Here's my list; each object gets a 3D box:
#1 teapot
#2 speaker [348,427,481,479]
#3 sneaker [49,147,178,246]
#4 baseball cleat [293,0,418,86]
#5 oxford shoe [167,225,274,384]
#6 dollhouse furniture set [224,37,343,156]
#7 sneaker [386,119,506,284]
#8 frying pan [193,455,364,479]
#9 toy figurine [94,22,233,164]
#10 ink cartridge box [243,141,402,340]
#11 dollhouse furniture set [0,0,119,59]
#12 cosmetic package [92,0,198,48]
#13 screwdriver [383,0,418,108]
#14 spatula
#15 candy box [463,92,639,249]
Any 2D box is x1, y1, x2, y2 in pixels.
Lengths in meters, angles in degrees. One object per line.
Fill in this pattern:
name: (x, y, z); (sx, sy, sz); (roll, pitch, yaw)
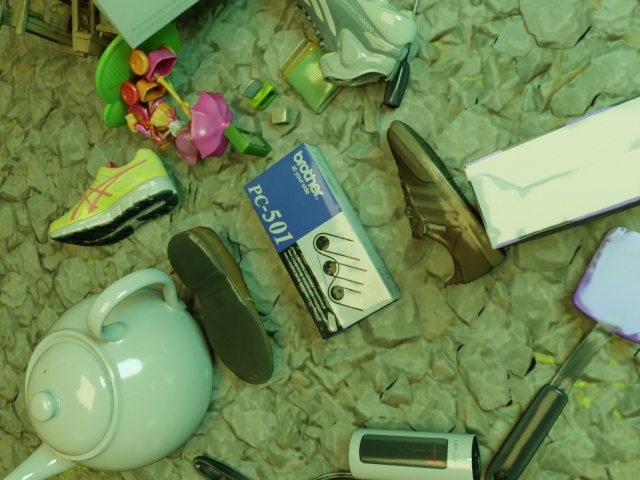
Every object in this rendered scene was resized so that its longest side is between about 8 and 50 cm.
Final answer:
teapot: (-0.271, 0.176, 0.697); (0.252, 0.187, 0.256); (-10, 86, 24)
speaker: (0.102, 0.235, 0.603); (0.136, 0.055, 0.055); (-5, 89, 25)
sneaker: (-0.289, -0.057, 0.766); (0.208, 0.081, 0.094); (-23, 75, 16)
baseball cleat: (0.006, -0.240, 0.619); (0.206, 0.072, 0.110); (36, 108, 30)
oxford shoe: (-0.107, 0.076, 0.690); (0.076, 0.076, 0.212); (-20, 99, 21)
dollhouse furniture set: (-0.045, -0.169, 0.658); (0.151, 0.058, 0.076); (-45, 74, 19)
sneaker: (0.112, -0.039, 0.586); (0.071, 0.066, 0.188); (-38, 76, 21)
frying pan: (-0.007, 0.330, 0.661); (0.326, 0.053, 0.197); (42, 106, 15)
toy figurine: (-0.185, -0.158, 0.705); (0.159, 0.130, 0.173); (44, 130, 7)
ink cartridge box: (0.000, 0.000, 0.648); (0.097, 0.046, 0.207); (-33, 78, 20)
dollhouse furniture set: (-0.350, -0.310, 0.725); (0.160, 0.182, 0.101); (19, 98, 23)
cosmetic package: (-0.256, -0.419, 0.636); (0.197, 0.155, 0.366); (-37, 66, -4)
screwdriver: (0.099, -0.230, 0.619); (0.024, 0.025, 0.170); (15, 88, 24)
spatula: (0.247, 0.131, 0.548); (0.084, 0.030, 0.297); (32, 103, 18)
candy box: (0.223, -0.052, 0.464); (0.164, 0.196, 0.070); (-22, 82, 23)
